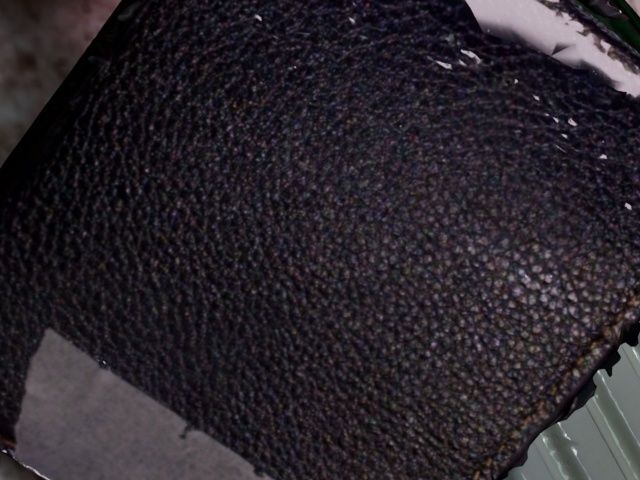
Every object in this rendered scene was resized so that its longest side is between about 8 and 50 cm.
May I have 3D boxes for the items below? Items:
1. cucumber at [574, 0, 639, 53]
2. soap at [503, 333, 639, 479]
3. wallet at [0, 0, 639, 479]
[{"bbox_3d":[0.108,-0.093,0.726,0.244,0.063,0.115,44,59,-10],"label":"cucumber"},{"bbox_3d":[0.118,0.100,0.671,0.119,0.066,0.198,-30,92,-29],"label":"soap"},{"bbox_3d":[0.000,0.000,0.567,0.221,0.071,0.262,34,100,-17],"label":"wallet"}]
